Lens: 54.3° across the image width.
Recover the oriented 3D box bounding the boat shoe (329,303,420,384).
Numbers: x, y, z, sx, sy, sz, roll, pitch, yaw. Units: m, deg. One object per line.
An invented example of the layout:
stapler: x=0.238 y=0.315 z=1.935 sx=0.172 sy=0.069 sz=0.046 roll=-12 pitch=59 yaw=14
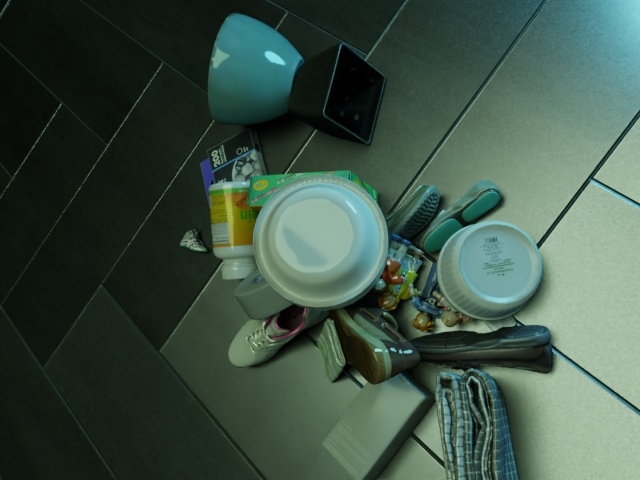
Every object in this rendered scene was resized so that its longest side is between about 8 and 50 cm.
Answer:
boat shoe: x=0.110 y=0.205 z=1.356 sx=0.123 sy=0.342 sz=0.123 roll=-12 pitch=102 yaw=-14

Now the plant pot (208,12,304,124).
plant pot: x=-0.153 y=-0.434 z=1.657 sx=0.195 sy=0.290 sz=0.290 roll=14 pitch=83 yaw=8

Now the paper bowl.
paper bowl: x=0.000 y=0.000 z=1.308 sx=0.284 sy=0.148 sz=0.284 roll=-1 pitch=78 yaw=7

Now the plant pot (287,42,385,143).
plant pot: x=0.027 y=-0.364 z=1.579 sx=0.167 sy=0.187 sz=0.188 roll=9 pitch=81 yaw=42

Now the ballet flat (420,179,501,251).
ballet flat: x=0.309 y=-0.056 z=1.407 sx=0.213 sy=0.072 sz=0.068 roll=-39 pitch=34 yaw=13

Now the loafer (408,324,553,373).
loafer: x=0.322 y=0.239 z=1.288 sx=0.302 sy=0.109 sz=0.095 roll=-10 pitch=98 yaw=26

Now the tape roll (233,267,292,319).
tape roll: x=-0.097 y=0.097 z=1.493 sx=0.219 sy=0.219 sz=0.072 roll=-26 pitch=104 yaw=21

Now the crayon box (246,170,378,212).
crayon box: x=-0.018 y=-0.102 z=1.532 sx=0.278 sy=0.165 sz=0.081 roll=0 pitch=77 yaw=29

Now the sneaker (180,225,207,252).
sneaker: x=-0.351 y=-0.006 z=1.763 sx=0.098 sy=0.038 sz=0.069 roll=16 pitch=85 yaw=31

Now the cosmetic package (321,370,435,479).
cosmetic package: x=0.128 y=0.391 z=1.355 sx=0.127 sy=0.107 sz=0.238 roll=41 pitch=95 yaw=31

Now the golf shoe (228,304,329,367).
golf shoe: x=-0.120 y=0.212 z=1.510 sx=0.306 sy=0.140 sz=0.115 roll=-38 pitch=81 yaw=16

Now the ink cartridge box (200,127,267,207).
ink cartridge box: x=-0.251 y=-0.182 z=1.753 sx=0.208 sy=0.045 sz=0.206 roll=-26 pitch=67 yaw=22

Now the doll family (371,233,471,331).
doll family: x=0.224 y=0.111 z=1.388 sx=0.263 sy=0.118 sz=0.163 roll=24 pitch=82 yaw=14

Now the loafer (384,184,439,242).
loafer: x=0.173 y=-0.039 z=1.450 sx=0.251 sy=0.094 sz=0.087 roll=-50 pitch=57 yaw=11

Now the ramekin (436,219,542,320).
ramekin: x=0.347 y=0.056 z=1.271 sx=0.207 sy=0.109 sz=0.207 roll=0 pitch=78 yaw=0

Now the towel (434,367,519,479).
towel: x=0.302 y=0.392 z=1.182 sx=0.121 sy=0.235 sz=0.283 roll=-10 pitch=73 yaw=17

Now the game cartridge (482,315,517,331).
game cartridge: x=0.375 y=0.163 z=1.330 sx=0.056 sy=0.017 sz=0.083 roll=-49 pitch=60 yaw=13

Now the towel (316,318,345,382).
towel: x=0.021 y=0.257 z=1.433 sx=0.023 sy=0.152 sz=0.113 roll=-10 pitch=64 yaw=-15

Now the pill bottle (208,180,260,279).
pill bottle: x=-0.213 y=-0.025 z=1.620 sx=0.136 sy=0.136 sz=0.245 roll=-4 pitch=90 yaw=28
